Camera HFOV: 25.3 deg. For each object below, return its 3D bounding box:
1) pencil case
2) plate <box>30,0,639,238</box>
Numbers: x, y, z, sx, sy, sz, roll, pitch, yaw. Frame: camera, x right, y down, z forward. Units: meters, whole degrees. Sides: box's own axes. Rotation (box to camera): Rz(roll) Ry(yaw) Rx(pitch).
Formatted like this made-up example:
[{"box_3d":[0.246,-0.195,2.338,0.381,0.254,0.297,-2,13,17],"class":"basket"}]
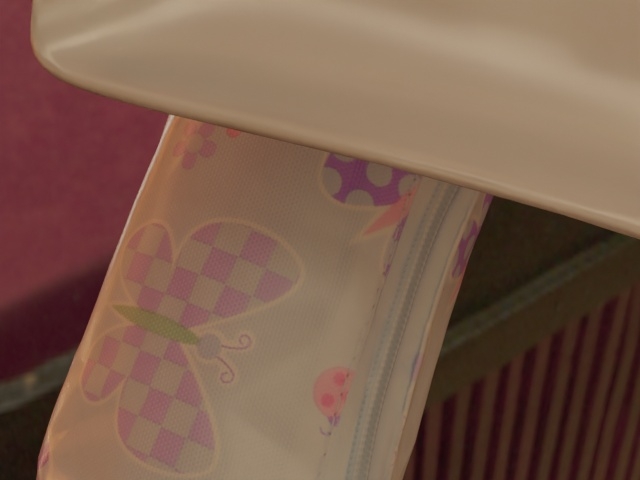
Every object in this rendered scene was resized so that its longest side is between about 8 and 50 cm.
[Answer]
[{"box_3d":[0.000,0.000,0.475,0.124,0.113,0.273,17,80,29],"class":"pencil case"},{"box_3d":[0.083,-0.142,0.365,0.278,0.277,0.045,16,5,15],"class":"plate"}]
